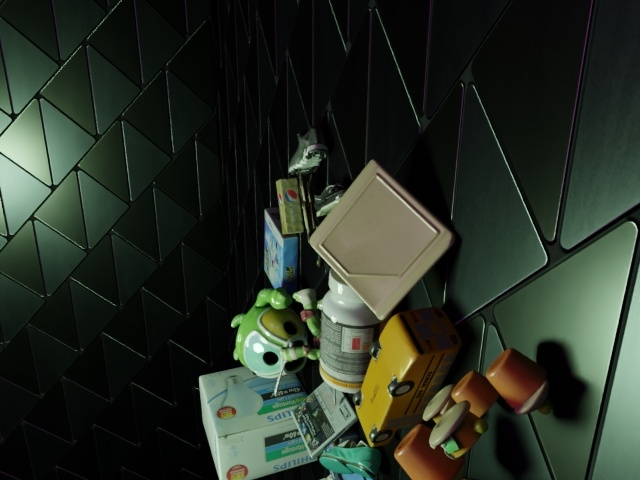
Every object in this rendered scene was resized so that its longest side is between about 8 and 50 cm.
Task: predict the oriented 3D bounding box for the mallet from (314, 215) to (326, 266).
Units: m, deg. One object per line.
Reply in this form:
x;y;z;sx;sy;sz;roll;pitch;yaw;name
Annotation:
0.000;0.000;1.663;0.189;0.039;0.062;100;156;-50;mallet

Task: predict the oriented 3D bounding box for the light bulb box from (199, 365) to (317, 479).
-0.234;0.648;2.067;0.361;0.358;0.225;-136;41;-60;light bulb box

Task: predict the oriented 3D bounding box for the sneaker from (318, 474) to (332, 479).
0.028;0.879;1.768;0.110;0.118;0.292;176;86;-69;sneaker

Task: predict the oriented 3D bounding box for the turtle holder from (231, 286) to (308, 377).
-0.145;0.321;1.946;0.227;0.243;0.320;22;90;44;turtle holder

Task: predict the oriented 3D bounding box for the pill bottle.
0.081;0.196;1.296;0.162;0.162;0.278;-129;37;-57;pill bottle

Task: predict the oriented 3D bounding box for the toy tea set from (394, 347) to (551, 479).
0.247;0.302;0.896;0.124;0.200;0.336;42;149;10;toy tea set

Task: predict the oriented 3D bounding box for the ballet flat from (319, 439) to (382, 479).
0.088;0.582;1.519;0.083;0.087;0.247;46;149;-12;ballet flat

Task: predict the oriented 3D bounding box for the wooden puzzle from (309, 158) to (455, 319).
0.113;-0.003;1.093;0.238;0.044;0.221;49;113;24;wooden puzzle

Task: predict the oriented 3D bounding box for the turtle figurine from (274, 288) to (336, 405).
-0.026;0.290;1.559;0.274;0.198;0.266;112;157;-52;turtle figurine

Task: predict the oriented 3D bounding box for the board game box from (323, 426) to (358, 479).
0.052;0.586;1.676;0.194;0.060;0.194;103;153;-42;board game box

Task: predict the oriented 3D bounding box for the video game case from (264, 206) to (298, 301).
-0.148;0.051;2.064;0.244;0.061;0.269;-125;33;-55;video game case

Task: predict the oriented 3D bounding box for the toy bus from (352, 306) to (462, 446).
0.163;0.283;1.139;0.108;0.130;0.332;-116;27;-42;toy bus

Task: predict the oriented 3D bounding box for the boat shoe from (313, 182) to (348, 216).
0.032;-0.111;1.450;0.233;0.084;0.079;168;95;-74;boat shoe

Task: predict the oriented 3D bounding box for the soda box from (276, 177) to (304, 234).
-0.101;-0.112;1.865;0.058;0.061;0.181;170;92;-70;soda box

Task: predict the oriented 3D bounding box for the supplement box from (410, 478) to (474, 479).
0.220;0.533;0.965;0.356;0.195;0.194;134;127;-65;supplement box

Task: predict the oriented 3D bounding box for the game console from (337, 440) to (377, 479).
0.098;0.636;1.550;0.071;0.107;0.122;61;177;-36;game console

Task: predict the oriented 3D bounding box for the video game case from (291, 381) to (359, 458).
0.009;0.510;1.648;0.022;0.173;0.190;47;-178;-33;video game case

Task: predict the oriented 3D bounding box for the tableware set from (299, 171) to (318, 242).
-0.029;-0.101;1.594;0.194;0.039;0.128;-97;-2;-52;tableware set

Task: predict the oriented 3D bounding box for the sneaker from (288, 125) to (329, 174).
-0.036;-0.259;1.616;0.234;0.078;0.106;147;120;-68;sneaker

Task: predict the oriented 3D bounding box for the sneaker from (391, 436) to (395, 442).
0.137;0.447;1.392;0.144;0.053;0.059;-143;51;-63;sneaker
